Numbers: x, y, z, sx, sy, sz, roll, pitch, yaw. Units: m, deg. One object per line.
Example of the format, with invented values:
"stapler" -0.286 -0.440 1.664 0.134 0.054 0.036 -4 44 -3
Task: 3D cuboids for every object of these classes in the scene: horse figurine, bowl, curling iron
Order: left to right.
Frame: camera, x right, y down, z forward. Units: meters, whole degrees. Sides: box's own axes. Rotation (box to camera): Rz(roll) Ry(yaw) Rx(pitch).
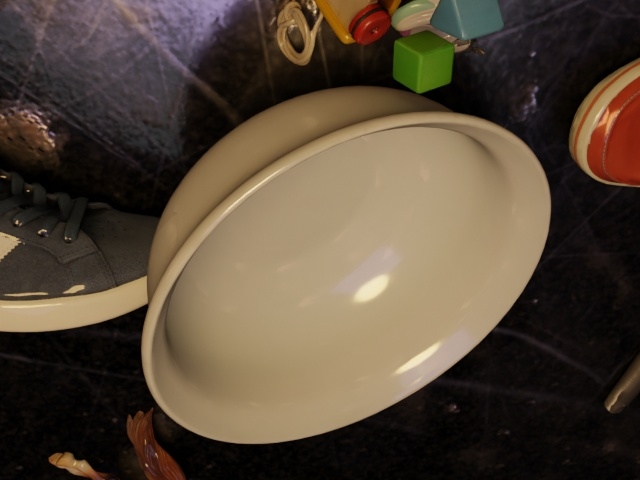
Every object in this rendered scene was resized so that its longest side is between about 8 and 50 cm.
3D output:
"horse figurine" -0.204 0.277 0.838 0.175 0.066 0.263 35 115 -16
"bowl" 0.000 0.000 0.621 0.298 0.134 0.297 -19 139 -17
"curling iron" 0.340 0.058 0.764 0.068 0.035 0.274 26 115 -18

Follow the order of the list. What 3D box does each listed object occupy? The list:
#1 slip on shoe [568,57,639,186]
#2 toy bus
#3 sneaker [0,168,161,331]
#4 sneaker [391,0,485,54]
"slip on shoe" 0.351 -0.080 0.647 0.332 0.101 0.123 1 122 -3
"toy bus" 0.055 -0.203 0.545 0.104 0.202 0.190 -21 117 -27
"sneaker" -0.266 -0.031 0.617 0.350 0.131 0.148 2 113 -11
"sneaker" 0.104 -0.161 0.619 0.098 0.038 0.069 -27 121 22
